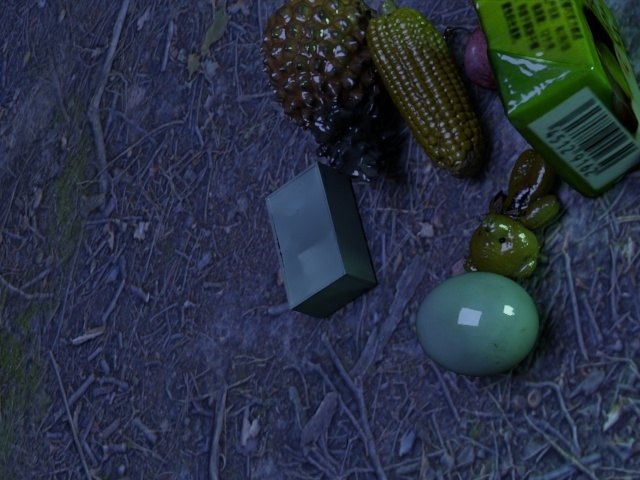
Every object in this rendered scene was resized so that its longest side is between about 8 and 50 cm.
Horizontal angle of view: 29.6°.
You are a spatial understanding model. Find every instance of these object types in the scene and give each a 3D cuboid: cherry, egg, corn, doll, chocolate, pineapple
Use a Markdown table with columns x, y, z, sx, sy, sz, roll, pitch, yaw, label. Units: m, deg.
| x | y | z | sx | sy | sz | roll | pitch | yaw | label |
| --- | --- | --- | --- | --- | --- | --- | --- | --- | --- |
| 0.251 | -0.291 | 1.907 | 0.225 | 0.090 | 0.106 | -158 | 66 | -66 | cherry |
| 0.221 | 0.119 | 1.726 | 0.192 | 0.149 | 0.149 | -6 | 71 | 44 | egg |
| 0.167 | -0.243 | 1.907 | 0.119 | 0.119 | 0.321 | -37 | 72 | 31 | corn |
| 0.279 | -0.043 | 1.772 | 0.137 | 0.097 | 0.209 | 6 | 74 | 52 | doll |
| 0.328 | -0.248 | 1.655 | 0.137 | 0.301 | 0.288 | -24 | 59 | 23 | chocolate |
| 0.035 | -0.228 | 2.009 | 0.223 | 0.223 | 0.357 | -34 | 60 | 32 | pineapple |

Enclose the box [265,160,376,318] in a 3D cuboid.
| x | y | z | sx | sy | sz | roll | pitch | yaw | label |
| --- | --- | --- | --- | --- | --- | --- | --- | --- | --- |
| 0.000 | 0.000 | 2.041 | 0.129 | 0.086 | 0.225 | -34 | 54 | 31 | box |
